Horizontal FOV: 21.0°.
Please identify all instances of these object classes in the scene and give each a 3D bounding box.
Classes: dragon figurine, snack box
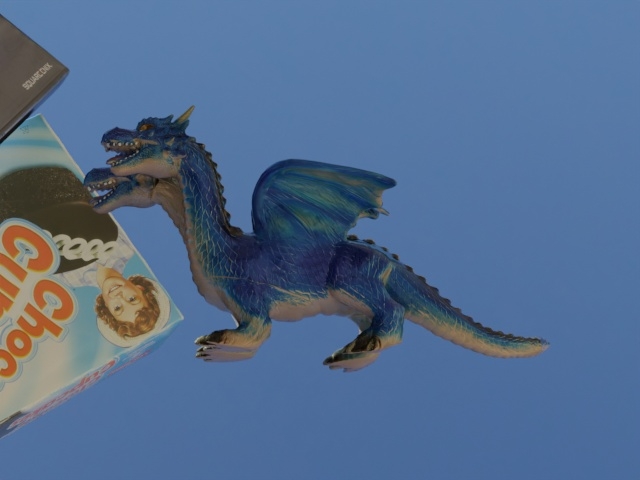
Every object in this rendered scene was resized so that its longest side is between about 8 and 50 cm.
[{"bbox_3d":[0.000,0.000,1.020,0.289,0.085,0.144,3,-102,-2],"label":"dragon figurine"},{"bbox_3d":[-0.271,0.057,1.158,0.322,0.060,0.187,-30,-100,-35],"label":"snack box"}]

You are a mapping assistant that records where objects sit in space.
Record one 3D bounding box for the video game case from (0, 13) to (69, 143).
[{"bbox_3d":[-0.317,-0.161,1.174,0.274,0.026,0.196,39,-151,-6],"label":"video game case"}]
